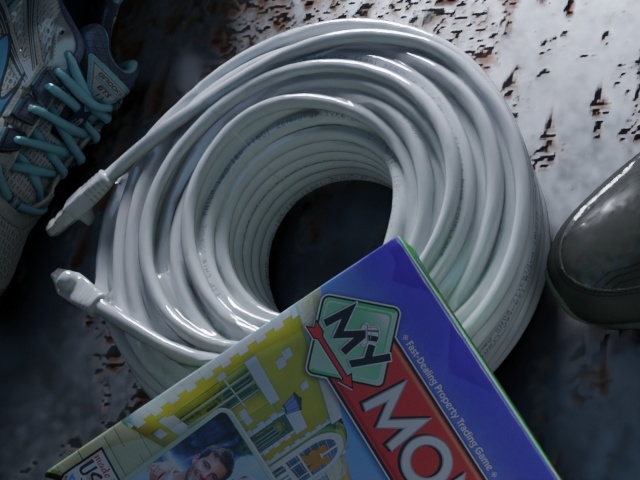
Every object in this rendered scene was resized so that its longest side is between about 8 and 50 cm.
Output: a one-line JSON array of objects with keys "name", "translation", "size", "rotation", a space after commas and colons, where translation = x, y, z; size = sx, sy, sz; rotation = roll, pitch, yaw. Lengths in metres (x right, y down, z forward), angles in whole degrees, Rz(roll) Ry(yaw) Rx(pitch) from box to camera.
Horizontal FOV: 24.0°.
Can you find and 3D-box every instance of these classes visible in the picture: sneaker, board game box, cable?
[{"name": "sneaker", "translation": [0.222, -0.055, 0.754], "size": [0.267, 0.106, 0.101], "rotation": [-34, 56, 7]}, {"name": "sneaker", "translation": [-0.187, -0.092, 0.966], "size": [0.122, 0.110, 0.283], "rotation": [-3, 63, 20]}, {"name": "board game box", "translation": [0.035, 0.186, 0.696], "size": [0.213, 0.046, 0.317], "rotation": [-35, 72, 6]}, {"name": "cable", "translation": [0.000, 0.000, 0.840], "size": [0.257, 0.089, 0.257], "rotation": [-45, 56, -2]}]
